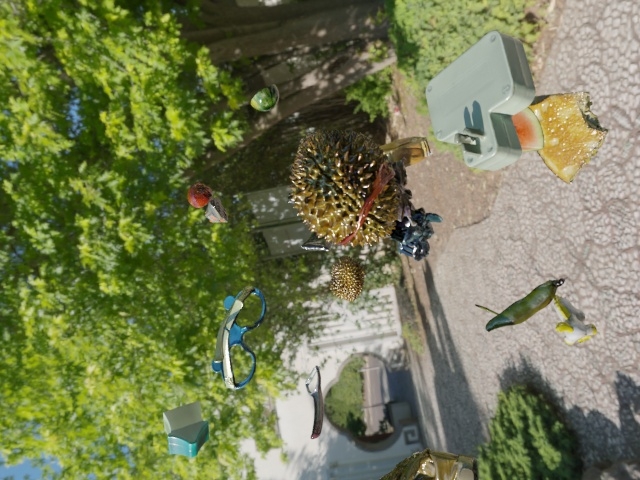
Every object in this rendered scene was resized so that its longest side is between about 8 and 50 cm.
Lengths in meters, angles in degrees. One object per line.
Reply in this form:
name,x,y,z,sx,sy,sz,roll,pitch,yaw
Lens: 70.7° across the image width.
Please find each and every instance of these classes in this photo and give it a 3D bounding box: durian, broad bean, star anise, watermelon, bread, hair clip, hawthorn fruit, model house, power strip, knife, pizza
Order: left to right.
model house,-0.421,0.608,1.429,0.149,0.127,0.100,48,140,46
hawthorn fruit,-0.419,-0.154,1.563,0.093,0.093,0.093,-11,-90,-87
watermelon,-0.177,-0.467,1.503,0.062,0.105,0.105,55,-177,0
knife,-0.012,0.573,1.588,0.278,0.053,0.123,-98,26,-61
durian,0.080,-0.153,1.399,0.384,0.348,0.347,55,-179,5
durian,0.100,0.139,1.638,0.158,0.137,0.168,13,-106,-60
star anise,0.274,-0.161,1.585,0.230,0.081,0.262,-65,-40,-50
bread,0.335,-0.357,1.887,0.136,0.241,0.107,21,130,58
hair clip,0.398,-0.052,1.965,0.206,0.195,0.310,-56,-31,-7
power strip,0.340,-0.291,1.001,0.229,0.141,0.260,-28,66,55
watermelon,0.551,-0.316,1.327,0.193,0.137,0.145,53,-168,6
broad bean,0.740,0.237,1.620,0.077,0.339,0.061,44,-160,-8
pizza,0.770,-0.347,1.405,0.223,0.089,0.323,-33,80,56

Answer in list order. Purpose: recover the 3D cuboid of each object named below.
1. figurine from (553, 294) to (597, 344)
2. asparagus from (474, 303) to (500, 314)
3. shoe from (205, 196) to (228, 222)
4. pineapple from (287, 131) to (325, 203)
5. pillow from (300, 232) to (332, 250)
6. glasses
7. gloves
figurine,0.844,0.260,1.525,0.109,0.130,0.178,-48,19,42
asparagus,0.691,0.287,1.816,0.013,0.166,0.016,154,137,-77
shoe,-0.419,-0.111,1.771,0.194,0.077,0.074,85,175,-77
pineapple,-0.033,-0.258,1.723,0.141,0.170,0.309,-35,35,59
pillow,0.000,0.000,2.141,0.208,0.141,0.055,-56,-33,-64
glasses,-0.179,0.218,1.011,0.207,0.102,0.239,148,133,-75
gloves,0.348,0.767,1.481,0.141,0.331,0.154,-86,-21,-44
